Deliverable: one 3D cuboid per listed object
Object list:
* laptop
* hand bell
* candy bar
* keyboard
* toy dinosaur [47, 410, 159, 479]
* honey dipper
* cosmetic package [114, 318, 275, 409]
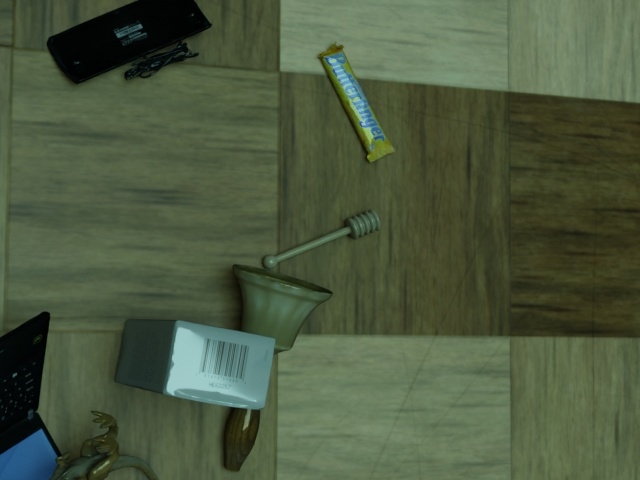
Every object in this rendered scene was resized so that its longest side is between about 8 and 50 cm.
[{"bbox_3d":[-0.350,0.249,1.366,0.136,0.264,0.234,37,44,21],"label":"laptop"},{"bbox_3d":[-0.077,0.161,1.556,0.126,0.126,0.242,14,94,-20],"label":"hand bell"},{"bbox_3d":[0.045,-0.179,1.660,0.040,0.018,0.161,-29,97,-21],"label":"candy bar"},{"bbox_3d":[-0.226,-0.235,1.558,0.192,0.038,0.100,-27,72,-20],"label":"keyboard"},{"bbox_3d":[-0.250,0.251,1.449,0.211,0.112,0.064,-8,44,-47],"label":"toy dinosaur"},{"bbox_3d":[0.000,0.000,1.622,0.160,0.030,0.030,-21,93,-20],"label":"honey dipper"},{"bbox_3d":[-0.146,0.137,1.444,0.117,0.231,0.085,13,81,-20],"label":"cosmetic package"}]
